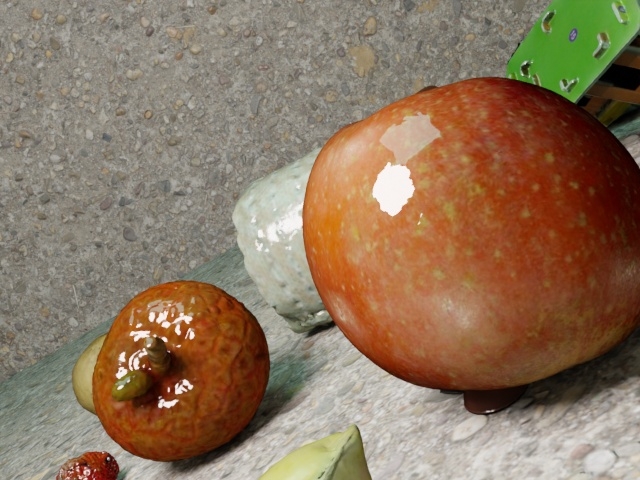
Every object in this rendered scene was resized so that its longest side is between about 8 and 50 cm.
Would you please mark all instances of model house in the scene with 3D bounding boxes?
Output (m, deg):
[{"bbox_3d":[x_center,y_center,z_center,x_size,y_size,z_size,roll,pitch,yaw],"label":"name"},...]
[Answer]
[{"bbox_3d":[0.527,-0.235,1.131,0.324,0.340,0.300,5,-32,-16],"label":"model house"}]

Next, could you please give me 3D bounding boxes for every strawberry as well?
[{"bbox_3d":[-0.344,0.352,1.054,0.096,0.083,0.083,-28,6,-40],"label":"strawberry"}]

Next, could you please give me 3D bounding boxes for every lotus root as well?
[{"bbox_3d":[-0.403,0.267,1.414,0.183,0.182,0.310,-39,7,-36],"label":"lotus root"}]

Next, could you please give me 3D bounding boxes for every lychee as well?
[{"bbox_3d":[-0.190,0.180,0.984,0.255,0.255,0.300,-31,-4,-1],"label":"lychee"}]

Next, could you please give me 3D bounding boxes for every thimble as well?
[{"bbox_3d":[0.000,0.000,1.228,0.195,0.291,0.291,-27,11,19],"label":"thimble"}]

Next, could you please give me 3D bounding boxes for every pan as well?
[{"bbox_3d":[0.157,0.147,0.726,0.068,0.023,0.115,-38,12,-32],"label":"pan"}]

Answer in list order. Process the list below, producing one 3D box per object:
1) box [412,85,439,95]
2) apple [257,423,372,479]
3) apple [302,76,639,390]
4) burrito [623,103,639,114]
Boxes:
[{"bbox_3d":[0.146,-0.143,1.569,0.339,0.239,0.229,-36,9,-25],"label":"box"},{"bbox_3d":[-0.056,0.271,0.505,0.193,0.120,0.265,-39,2,35],"label":"apple"},{"bbox_3d":[0.149,-0.012,0.711,0.349,0.276,0.348,-16,2,1],"label":"apple"},{"bbox_3d":[0.534,-0.260,1.431,0.144,0.089,0.229,-21,0,-44],"label":"burrito"}]
